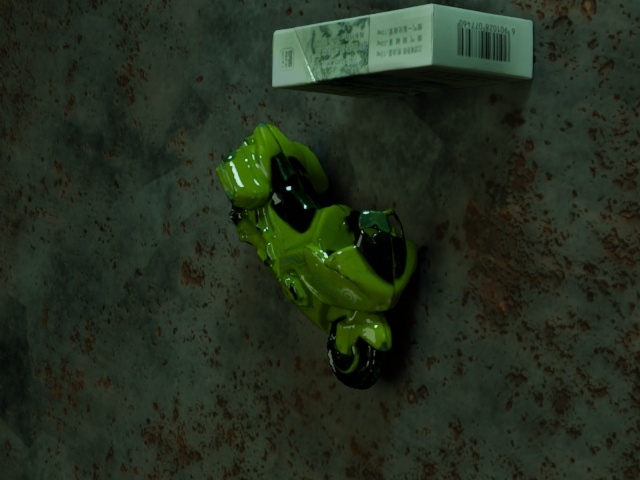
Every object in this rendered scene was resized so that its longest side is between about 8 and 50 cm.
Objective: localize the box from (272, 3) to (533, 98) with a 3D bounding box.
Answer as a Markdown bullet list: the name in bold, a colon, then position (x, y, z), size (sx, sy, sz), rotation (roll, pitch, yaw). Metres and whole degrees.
- **box**: position (0.088, -0.206, 1.897), size (0.256, 0.164, 0.069), rotation (-2, 87, 48)

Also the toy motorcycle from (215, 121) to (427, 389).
- **toy motorcycle**: position (-0.002, 0.000, 2.004), size (0.342, 0.142, 0.206), rotation (53, 123, 33)
